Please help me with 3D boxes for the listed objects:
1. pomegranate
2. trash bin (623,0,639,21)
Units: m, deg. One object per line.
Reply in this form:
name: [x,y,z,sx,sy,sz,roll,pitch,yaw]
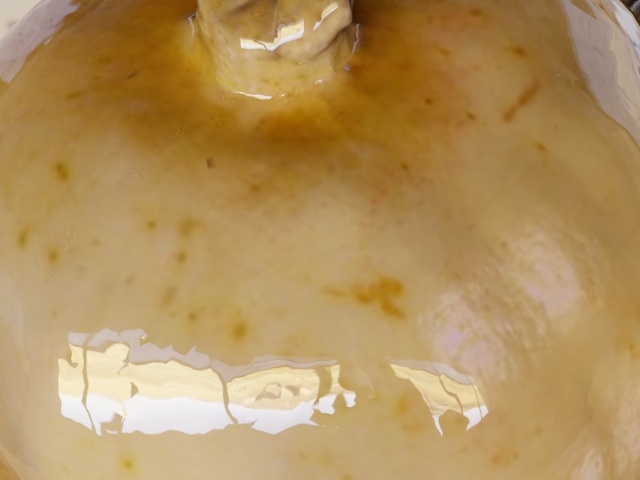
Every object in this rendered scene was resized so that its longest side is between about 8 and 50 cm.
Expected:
pomegranate: [0.000,0.000,0.789,0.411,0.412,0.411,-10,-152,5]
trash bin: [0.306,-0.112,1.181,0.182,0.290,0.209,-40,-177,-27]
